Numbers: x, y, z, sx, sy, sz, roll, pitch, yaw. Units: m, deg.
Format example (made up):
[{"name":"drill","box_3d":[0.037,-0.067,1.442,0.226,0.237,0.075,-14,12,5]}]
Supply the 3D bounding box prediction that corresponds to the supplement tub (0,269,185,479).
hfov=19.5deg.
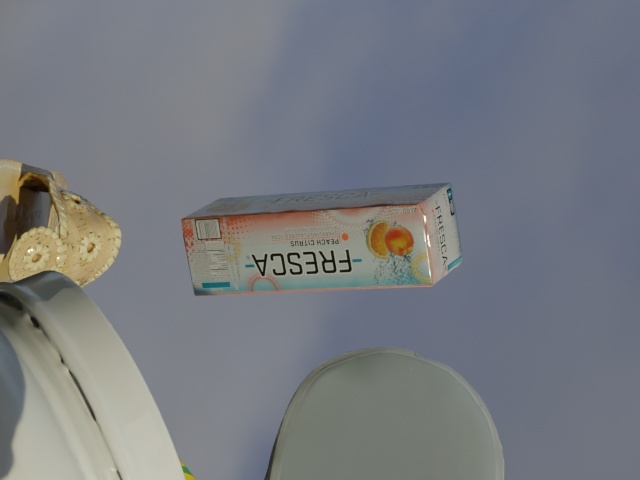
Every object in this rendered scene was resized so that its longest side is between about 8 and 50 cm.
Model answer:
[{"name":"supplement tub","box_3d":[-0.248,0.164,0.937,0.325,0.235,0.235,-22,-164,-24]}]

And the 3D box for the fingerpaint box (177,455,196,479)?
[{"name":"fingerpaint box","box_3d":[-0.266,0.260,1.710,0.163,0.371,0.445,-44,-157,-25]}]

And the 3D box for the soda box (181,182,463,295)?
[{"name":"soda box","box_3d":[0.000,0.000,1.262,0.183,0.058,0.063,-2,-165,27]}]

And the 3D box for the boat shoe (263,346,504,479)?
[{"name":"boat shoe","box_3d":[-0.017,0.181,0.613,0.105,0.113,0.306,113,-8,-53]}]

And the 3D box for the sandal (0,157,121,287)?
[{"name":"sandal","box_3d":[-0.160,-0.008,1.145,0.240,0.079,0.088,-70,164,-83]}]
